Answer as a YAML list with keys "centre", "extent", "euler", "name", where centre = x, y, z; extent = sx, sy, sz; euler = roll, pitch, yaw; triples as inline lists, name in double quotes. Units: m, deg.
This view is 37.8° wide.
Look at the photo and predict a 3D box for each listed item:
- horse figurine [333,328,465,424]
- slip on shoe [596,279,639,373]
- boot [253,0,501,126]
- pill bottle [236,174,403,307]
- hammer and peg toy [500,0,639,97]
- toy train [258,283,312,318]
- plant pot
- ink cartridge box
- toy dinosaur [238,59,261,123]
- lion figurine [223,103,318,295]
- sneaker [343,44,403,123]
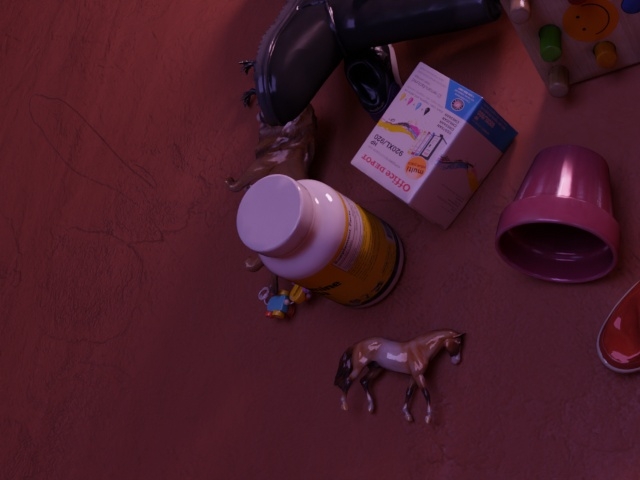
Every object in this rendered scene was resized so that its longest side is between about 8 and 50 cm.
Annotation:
- centre: [0.130, 0.239, 1.725]
  extent: [0.263, 0.066, 0.175]
  euler: [3, 80, 33]
  name: "horse figurine"
- centre: [0.560, 0.077, 1.467]
  extent: [0.331, 0.101, 0.123]
  euler: [-46, 55, 14]
  name: "slip on shoe"
- centre: [0.120, -0.392, 1.779]
  extent: [0.445, 0.146, 0.367]
  euler: [-4, 51, 24]
  name: "boot"
- centre: [0.000, 0.000, 1.730]
  extent: [0.187, 0.334, 0.188]
  euler: [-13, 66, 31]
  name: "pill bottle"
- centre: [0.444, -0.420, 1.573]
  extent: [0.265, 0.361, 0.127]
  euler: [-15, 45, 29]
  name: "hammer and peg toy"
- centre: [-0.053, 0.093, 1.920]
  extent: [0.166, 0.046, 0.125]
  euler: [-45, 35, 21]
  name: "toy train"
- centre: [0.409, -0.053, 1.573]
  extent: [0.201, 0.201, 0.180]
  euler: [-2, 57, 34]
  name: "plant pot"
- centre: [0.212, -0.174, 1.754]
  extent: [0.171, 0.168, 0.233]
  euler: [39, 98, 37]
  name: "ink cartridge box"
- centre: [-0.127, -0.368, 2.131]
  extent: [0.118, 0.064, 0.268]
  euler: [-5, 68, 26]
  name: "toy dinosaur"
- centre: [-0.069, -0.103, 1.946]
  extent: [0.240, 0.142, 0.392]
  euler: [-32, 62, 23]
  name: "lion figurine"
- centre: [0.096, -0.366, 1.932]
  extent: [0.107, 0.124, 0.283]
  euler: [-35, 57, 19]
  name: "sneaker"
